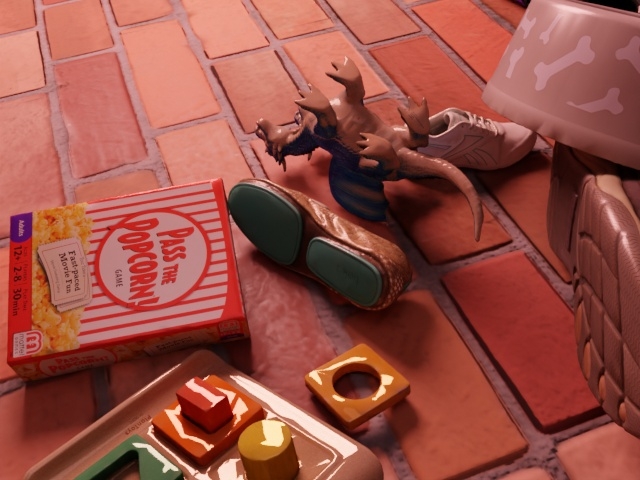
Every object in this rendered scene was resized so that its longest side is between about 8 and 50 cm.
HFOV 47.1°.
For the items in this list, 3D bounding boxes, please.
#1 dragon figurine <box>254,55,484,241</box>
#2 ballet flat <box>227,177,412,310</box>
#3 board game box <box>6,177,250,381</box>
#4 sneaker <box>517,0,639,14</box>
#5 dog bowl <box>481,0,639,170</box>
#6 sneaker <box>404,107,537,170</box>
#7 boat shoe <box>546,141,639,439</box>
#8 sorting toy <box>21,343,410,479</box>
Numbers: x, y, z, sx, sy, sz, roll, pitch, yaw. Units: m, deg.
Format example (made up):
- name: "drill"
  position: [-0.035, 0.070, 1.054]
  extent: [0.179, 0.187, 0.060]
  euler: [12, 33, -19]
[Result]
- name: "dragon figurine"
  position: [0.052, -0.079, 0.717]
  extent: [0.289, 0.144, 0.085]
  euler: [34, 69, 23]
- name: "ballet flat"
  position: [0.000, 0.000, 0.680]
  extent: [0.206, 0.073, 0.067]
  euler: [35, 30, 32]
- name: "board game box"
  position: [-0.168, 0.031, 0.644]
  extent: [0.193, 0.045, 0.147]
  euler: [-11, 59, -5]
- name: "sneaker"
  position: [0.317, -0.319, 0.943]
  extent: [0.293, 0.102, 0.146]
  euler: [31, 55, 32]
- name: "dog bowl"
  position: [0.325, -0.134, 0.648]
  extent: [0.348, 0.102, 0.349]
  euler: [11, 23, -5]
- name: "sneaker"
  position: [0.155, -0.107, 0.768]
  extent: [0.152, 0.061, 0.054]
  euler: [-10, 42, -6]
- name: "boat shoe"
  position: [0.255, 0.007, 0.544]
  extent: [0.130, 0.132, 0.355]
  euler: [1, 31, 8]
- name: "sorting toy"
  position: [-0.083, 0.156, 0.502]
  extent: [0.196, 0.047, 0.347]
  euler: [25, 45, 37]
